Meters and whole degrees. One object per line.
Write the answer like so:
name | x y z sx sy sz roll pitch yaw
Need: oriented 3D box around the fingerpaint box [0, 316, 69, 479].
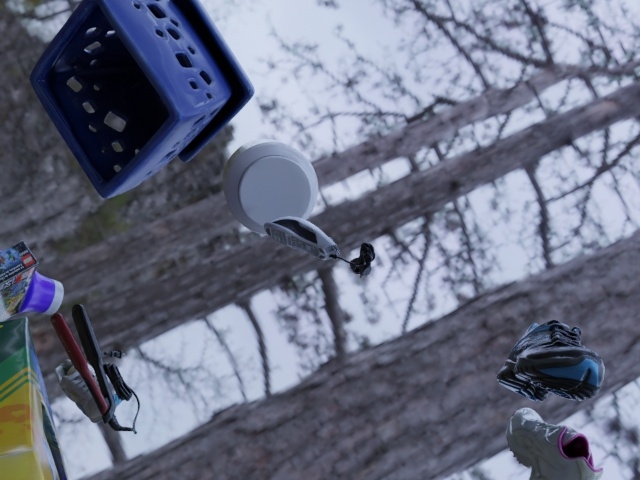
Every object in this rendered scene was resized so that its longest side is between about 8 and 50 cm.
fingerpaint box | -0.303 0.341 1.044 0.371 0.163 0.445 -142 -138 -70

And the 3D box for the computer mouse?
computer mouse | 0.000 0.000 1.790 0.193 0.042 0.106 23 -18 8

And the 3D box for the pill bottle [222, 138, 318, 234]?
pill bottle | -0.104 -0.111 2.246 0.334 0.188 0.188 -131 -161 -80

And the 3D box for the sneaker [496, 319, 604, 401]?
sneaker | 0.402 0.196 1.908 0.125 0.139 0.341 28 -11 -6

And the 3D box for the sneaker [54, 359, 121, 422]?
sneaker | -0.453 0.289 2.139 0.228 0.087 0.092 2 -47 56

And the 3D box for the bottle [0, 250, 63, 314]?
bottle | -0.602 0.072 1.984 0.118 0.283 0.092 -50 -135 19

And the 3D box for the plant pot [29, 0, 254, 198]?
plant pot | -0.254 -0.233 1.637 0.236 0.212 0.236 -39 -100 42

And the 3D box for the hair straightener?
hair straightener | -0.342 0.204 1.756 0.047 0.089 0.230 -32 -94 51

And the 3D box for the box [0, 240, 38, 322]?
box | -0.518 0.094 1.650 0.044 0.159 0.233 55 -30 6

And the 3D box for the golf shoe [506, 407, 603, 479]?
golf shoe | 0.420 0.374 1.943 0.140 0.115 0.306 -58 -162 18
